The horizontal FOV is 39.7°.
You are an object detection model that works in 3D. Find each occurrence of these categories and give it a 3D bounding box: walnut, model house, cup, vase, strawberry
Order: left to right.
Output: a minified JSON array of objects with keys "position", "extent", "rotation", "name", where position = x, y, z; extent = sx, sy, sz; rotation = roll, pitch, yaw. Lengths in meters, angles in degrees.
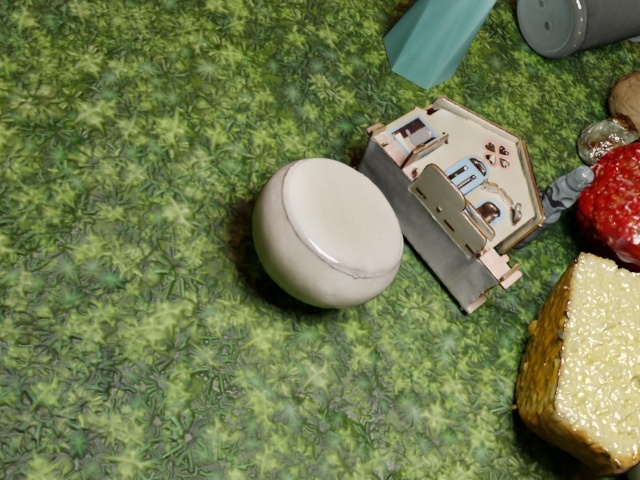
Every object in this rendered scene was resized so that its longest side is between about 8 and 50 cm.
[{"position":[0.228,-0.396,1.574],"extent":[0.148,0.236,0.134],"rotation":[-34,80,-38],"name":"cup"},{"position":[0.241,-0.084,1.434],"extent":[0.244,0.169,0.326],"rotation":[-30,76,-37],"name":"model house"},{"position":[0.371,-0.058,1.447],"extent":[0.059,0.211,0.060],"rotation":[13,56,-20],"name":"vase"},{"position":[0.560,-0.491,1.793],"extent":[0.291,0.245,0.245],"rotation":[-20,71,-28],"name":"vase"},{"position":[0.542,-0.030,1.501],"extent":[0.261,0.261,0.257],"rotation":[45,72,6],"name":"strawberry"},{"position":[0.646,-0.269,1.746],"extent":[0.166,0.149,0.167],"rotation":[3,37,-3],"name":"walnut"}]

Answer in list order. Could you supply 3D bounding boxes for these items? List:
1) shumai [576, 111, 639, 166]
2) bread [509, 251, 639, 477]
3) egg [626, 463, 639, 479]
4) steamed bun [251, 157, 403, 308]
[{"position":[0.556,-0.193,1.695],"extent":[0.099,0.087,0.124],"rotation":[34,54,-5],"name":"shumai"},{"position":[0.396,0.198,1.329],"extent":[0.194,0.179,0.340],"rotation":[25,56,-7],"name":"bread"},{"position":[0.571,0.343,1.289],"extent":[0.219,0.219,0.269],"rotation":[-18,53,-32],"name":"egg"},{"position":[0.000,0.000,1.283],"extent":[0.231,0.145,0.232],"rotation":[23,44,-25],"name":"steamed bun"}]
